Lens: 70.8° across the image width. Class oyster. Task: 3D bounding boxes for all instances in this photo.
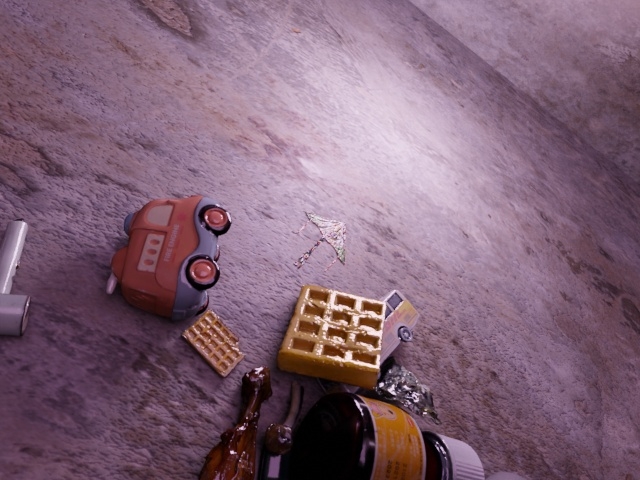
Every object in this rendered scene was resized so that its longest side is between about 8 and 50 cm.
[{"bbox_3d":[0.207,0.361,1.066,0.252,0.199,0.087,15,95,-64],"label":"oyster"}]

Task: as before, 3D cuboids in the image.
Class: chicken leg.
[{"bbox_3d":[-0.158,0.394,0.905,0.113,0.093,0.304,46,39,-26],"label":"chicken leg"}]

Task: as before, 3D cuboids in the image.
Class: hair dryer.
[{"bbox_3d":[-0.590,0.054,0.823,0.131,0.073,0.236,11,56,-26],"label":"hair dryer"}]

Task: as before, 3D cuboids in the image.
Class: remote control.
[{"bbox_3d":[-0.091,0.513,0.895,0.072,0.042,0.221,18,50,-21],"label":"remote control"}]

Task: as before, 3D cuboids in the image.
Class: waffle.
[{"bbox_3d":[-0.228,0.225,0.987,0.135,0.021,0.092,46,49,-3],"label":"waffle"},{"bbox_3d":[0.035,0.213,1.049,0.221,0.055,0.247,11,37,5],"label":"waffle"}]

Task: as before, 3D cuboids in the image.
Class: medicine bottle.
[{"bbox_3d":[0.153,0.481,0.962,0.395,0.242,0.242,28,52,-28],"label":"medicine bottle"}]

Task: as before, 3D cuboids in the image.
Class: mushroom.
[{"bbox_3d":[-0.070,0.378,0.966,0.060,0.061,0.187,23,27,5],"label":"mushroom"}]

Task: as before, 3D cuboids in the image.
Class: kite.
[{"bbox_3d":[0.000,0.000,1.273,0.198,0.006,0.244,51,49,1],"label":"kite"}]

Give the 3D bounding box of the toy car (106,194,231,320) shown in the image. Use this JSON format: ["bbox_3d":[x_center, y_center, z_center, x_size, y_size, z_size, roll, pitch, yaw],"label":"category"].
[{"bbox_3d":[-0.318,0.027,0.951,0.213,0.180,0.270,15,57,-14],"label":"toy car"}]

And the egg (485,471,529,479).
[{"bbox_3d":[0.447,0.680,1.064,0.176,0.176,0.231,26,56,-19],"label":"egg"}]

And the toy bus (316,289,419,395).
[{"bbox_3d":[0.127,0.260,1.147,0.343,0.097,0.138,-33,82,-41],"label":"toy bus"}]
